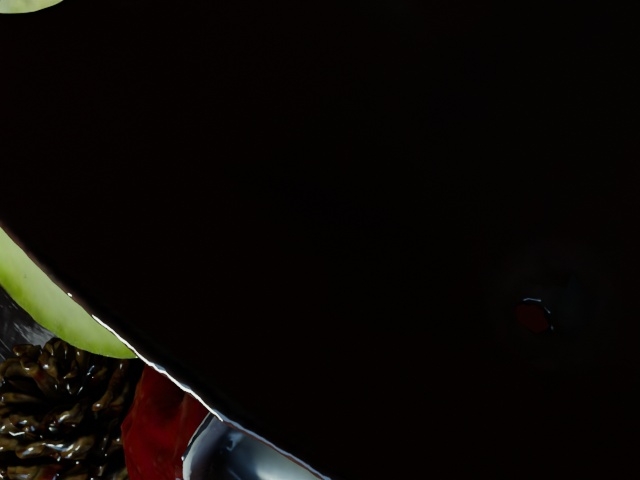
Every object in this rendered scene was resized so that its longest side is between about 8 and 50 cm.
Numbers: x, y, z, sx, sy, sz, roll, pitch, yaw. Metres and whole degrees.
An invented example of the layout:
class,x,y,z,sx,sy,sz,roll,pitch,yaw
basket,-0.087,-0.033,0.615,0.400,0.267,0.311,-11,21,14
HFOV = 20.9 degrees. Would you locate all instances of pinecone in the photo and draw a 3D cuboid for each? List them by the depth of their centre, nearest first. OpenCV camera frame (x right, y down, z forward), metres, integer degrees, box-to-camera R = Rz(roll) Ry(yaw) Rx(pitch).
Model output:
class,x,y,z,sx,sy,sz,roll,pitch,yaw
pinecone,-0.225,0.213,1.744,0.224,0.224,0.272,7,127,55

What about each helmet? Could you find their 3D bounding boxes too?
class,x,y,z,sx,sy,sz,roll,pitch,yaw
helmet,0.101,-0.033,0.496,0.337,0.230,0.385,43,-174,35

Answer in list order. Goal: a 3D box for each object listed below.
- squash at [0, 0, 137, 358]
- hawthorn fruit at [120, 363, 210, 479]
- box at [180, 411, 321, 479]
class,x,y,z,sx,sy,sz,roll,pitch,yaw
squash,-0.088,-0.069,0.818,0.252,0.252,0.049,18,-163,41
hawthorn fruit,-0.051,0.139,1.292,0.230,0.210,0.266,30,152,59
box,0.054,0.091,0.784,0.190,0.112,0.370,35,-171,2
